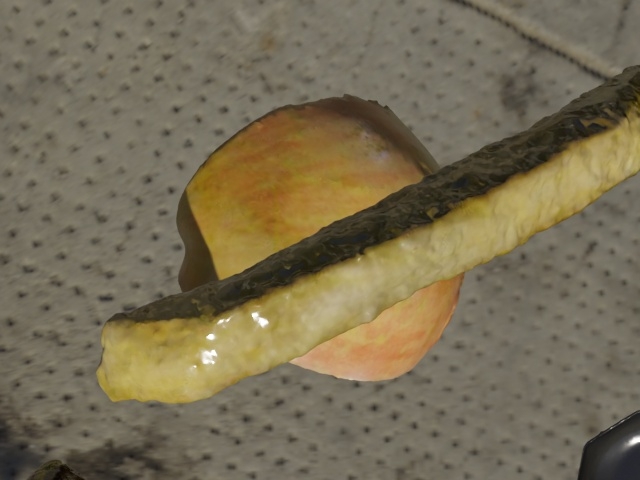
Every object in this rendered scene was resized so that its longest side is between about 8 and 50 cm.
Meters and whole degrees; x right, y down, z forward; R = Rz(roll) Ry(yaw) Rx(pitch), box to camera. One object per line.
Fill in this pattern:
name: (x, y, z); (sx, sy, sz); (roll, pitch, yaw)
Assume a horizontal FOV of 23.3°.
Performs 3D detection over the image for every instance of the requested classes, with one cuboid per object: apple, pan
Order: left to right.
apple: (0.000, 0.000, 1.716); (0.309, 0.252, 0.314); (5, 81, -57)
pan: (0.308, 0.209, 1.243); (0.202, 0.048, 0.128); (12, 95, 17)

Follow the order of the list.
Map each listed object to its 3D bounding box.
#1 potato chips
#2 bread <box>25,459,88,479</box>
potato chips: (0.065, -0.011, 0.871); (0.407, 0.080, 0.057); (-27, 116, -21)
bread: (-0.190, 0.300, 1.347); (0.222, 0.181, 0.096); (35, 107, -3)
